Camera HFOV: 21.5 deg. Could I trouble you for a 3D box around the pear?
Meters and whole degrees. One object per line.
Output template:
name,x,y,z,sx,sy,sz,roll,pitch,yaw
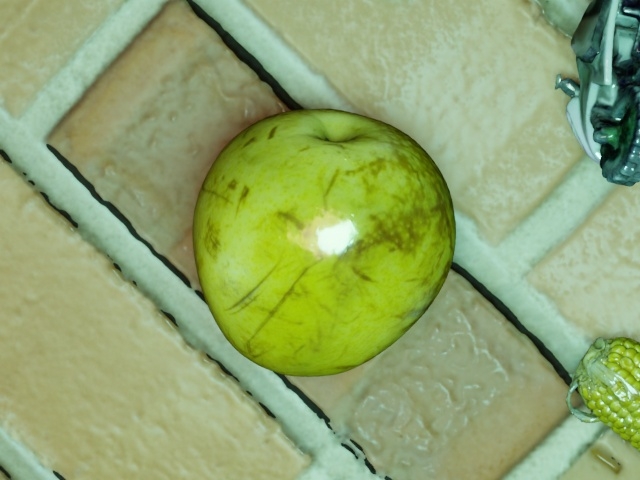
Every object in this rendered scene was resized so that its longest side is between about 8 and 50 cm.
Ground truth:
pear,0.000,0.000,1.737,0.280,0.281,0.281,1,96,7

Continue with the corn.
corn,0.396,0.210,1.782,0.293,0.106,0.106,36,99,2

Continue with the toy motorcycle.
toy motorcycle,0.326,-0.210,1.729,0.143,0.188,0.327,12,83,-4
